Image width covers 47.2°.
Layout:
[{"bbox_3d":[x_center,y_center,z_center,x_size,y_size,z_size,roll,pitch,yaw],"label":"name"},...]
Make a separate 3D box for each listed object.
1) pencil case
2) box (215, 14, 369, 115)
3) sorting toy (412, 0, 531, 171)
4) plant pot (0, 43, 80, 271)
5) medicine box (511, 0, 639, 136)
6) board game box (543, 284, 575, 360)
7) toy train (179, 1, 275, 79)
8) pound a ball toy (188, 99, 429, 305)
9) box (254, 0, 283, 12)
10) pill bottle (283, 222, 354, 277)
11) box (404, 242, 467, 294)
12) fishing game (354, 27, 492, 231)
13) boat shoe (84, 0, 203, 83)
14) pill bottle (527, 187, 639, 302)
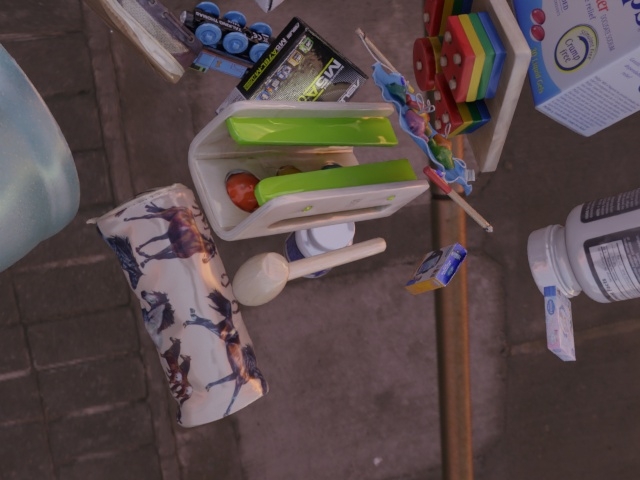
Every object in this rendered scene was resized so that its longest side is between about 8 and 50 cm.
[{"bbox_3d":[-0.228,0.115,1.218,0.184,0.160,0.410,-15,100,35],"label":"pencil case"},{"bbox_3d":[-0.040,-0.225,1.133,0.190,0.045,0.184,-47,146,13],"label":"box"},{"bbox_3d":[0.217,-0.278,1.150,0.090,0.257,0.255,-9,147,-6],"label":"sorting toy"},{"bbox_3d":[-0.369,-0.054,0.567,0.293,0.293,0.196,52,53,-22],"label":"plant pot"},{"bbox_3d":[0.468,-0.353,1.132,0.149,0.289,0.263,17,58,-35],"label":"medicine box"},{"bbox_3d":[0.342,0.120,1.049,0.090,0.020,0.090,34,52,-52],"label":"board game box"},{"bbox_3d":[-0.159,-0.328,1.237,0.184,0.080,0.105,13,142,-29],"label":"toy train"},{"bbox_3d":[-0.015,-0.041,0.854,0.319,0.136,0.208,-11,74,-45],"label":"pound a ball toy"},{"bbox_3d":[0.014,-0.319,0.530,0.231,0.262,0.126,-42,93,-6],"label":"box"},{"bbox_3d":[0.000,0.000,1.402,0.112,0.186,0.111,4,75,-13],"label":"pill bottle"},{"bbox_3d":[0.207,0.050,1.306,0.028,0.136,0.081,38,68,-7],"label":"box"},{"bbox_3d":[0.126,-0.131,0.835,0.041,0.264,0.189,-36,134,19],"label":"fishing game"},{"bbox_3d":[-0.283,-0.358,1.061,0.092,0.103,0.285,-48,119,-12],"label":"boat shoe"},{"bbox_3d":[0.517,0.005,1.211,0.319,0.176,0.176,-18,117,36],"label":"pill bottle"}]
